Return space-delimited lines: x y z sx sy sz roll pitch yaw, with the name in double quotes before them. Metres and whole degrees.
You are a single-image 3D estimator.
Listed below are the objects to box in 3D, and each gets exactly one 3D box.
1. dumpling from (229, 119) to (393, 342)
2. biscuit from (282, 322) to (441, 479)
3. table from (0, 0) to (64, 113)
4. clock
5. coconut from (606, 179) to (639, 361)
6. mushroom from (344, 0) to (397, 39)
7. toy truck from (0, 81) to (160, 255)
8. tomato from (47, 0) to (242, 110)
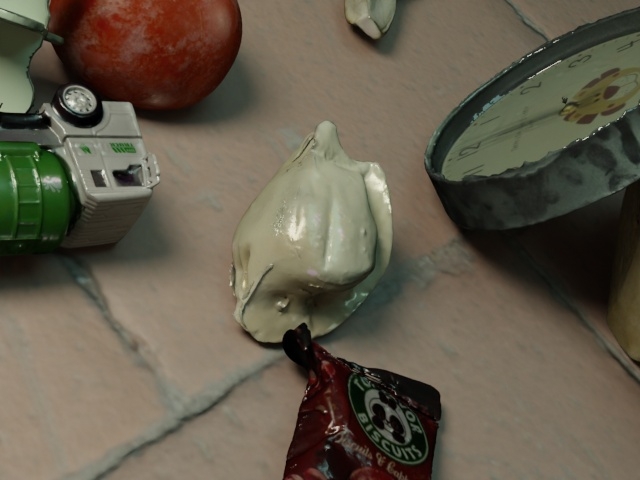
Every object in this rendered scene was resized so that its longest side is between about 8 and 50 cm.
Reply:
"dumpling" 0.000 0.000 0.923 0.136 0.118 0.199 24 79 -22
"biscuit" 0.026 0.168 0.816 0.151 0.063 0.235 38 34 -22
"table" -0.304 -0.193 0.850 0.198 0.166 0.166 17 44 -8
"clock" 0.243 -0.125 1.049 0.061 0.313 0.312 56 38 -19
"coconut" 0.460 -0.009 1.038 0.415 0.415 0.344 -15 70 -40
"mushroom" 0.073 -0.299 1.277 0.084 0.071 0.209 52 39 -25
"toy truck" -0.246 -0.046 0.807 0.243 0.101 0.125 -4 59 -37
"tomato" -0.156 -0.215 0.996 0.187 0.151 0.187 21 39 -18
